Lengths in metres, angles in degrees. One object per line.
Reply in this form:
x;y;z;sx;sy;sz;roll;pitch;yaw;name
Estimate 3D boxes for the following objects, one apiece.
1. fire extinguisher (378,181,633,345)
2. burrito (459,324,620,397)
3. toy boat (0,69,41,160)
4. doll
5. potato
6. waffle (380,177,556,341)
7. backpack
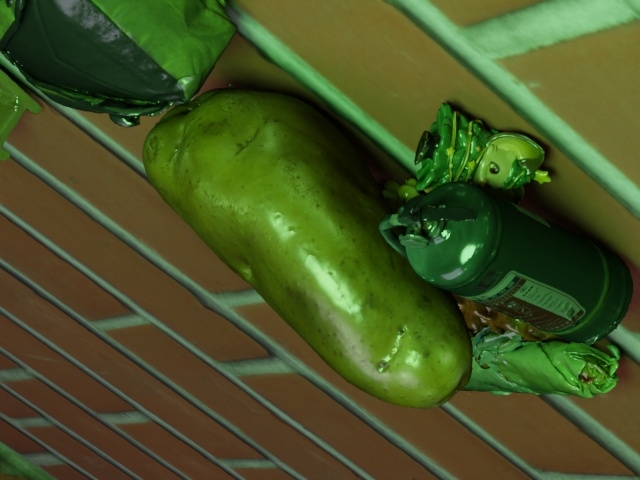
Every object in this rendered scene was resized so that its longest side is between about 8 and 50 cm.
0.142;0.013;1.537;0.118;0.093;0.294;-7;160;41;fire extinguisher
0.191;0.119;1.911;0.104;0.054;0.288;42;157;-26;burrito
-0.434;-0.229;1.824;0.162;0.136;0.445;17;161;38;toy boat
0.134;-0.075;1.551;0.113;0.076;0.078;2;143;-17;doll
0.000;0.000;1.623;0.369;0.176;0.195;48;155;19;potato
0.135;0.021;1.761;0.231;0.051;0.229;40;159;-24;waffle
-0.208;-0.193;1.582;0.207;0.140;0.253;43;156;-29;backpack
